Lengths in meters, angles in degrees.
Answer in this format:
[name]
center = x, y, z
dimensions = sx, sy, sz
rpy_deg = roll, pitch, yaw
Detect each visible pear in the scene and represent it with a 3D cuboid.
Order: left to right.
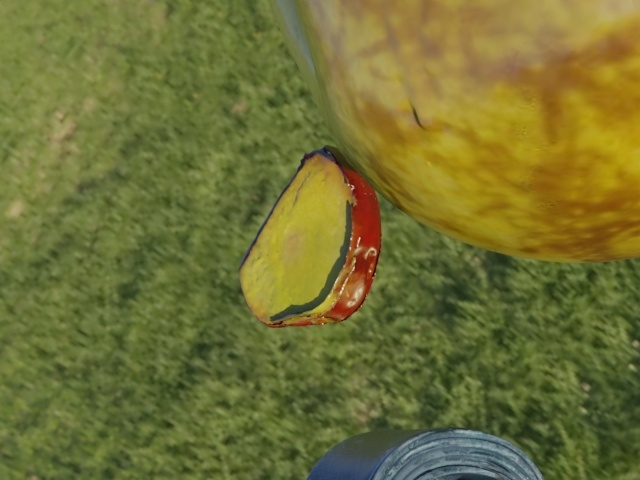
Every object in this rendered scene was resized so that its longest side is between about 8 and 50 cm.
[pear]
center = 0.106, -0.125, 0.465
dimensions = 0.281, 0.281, 0.280
rpy_deg = -31, 40, 30

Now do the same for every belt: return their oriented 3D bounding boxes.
[belt]
center = 0.073, 0.194, 0.822
dimensions = 0.082, 0.190, 0.141
rpy_deg = -14, 68, 48

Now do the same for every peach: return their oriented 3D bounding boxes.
[peach]
center = 0.000, 0.000, 0.599
dimensions = 0.077, 0.050, 0.083
rpy_deg = -11, 75, 43
